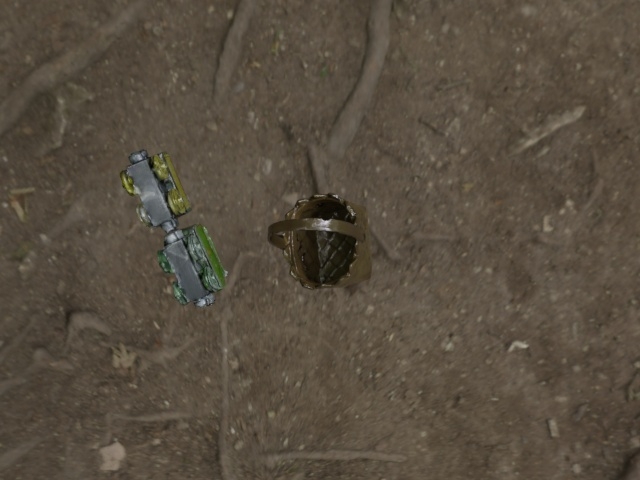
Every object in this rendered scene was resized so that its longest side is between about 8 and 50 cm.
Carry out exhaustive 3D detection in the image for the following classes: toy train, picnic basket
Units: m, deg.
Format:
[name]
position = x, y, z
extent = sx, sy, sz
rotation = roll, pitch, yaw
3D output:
[toy train]
position = -0.175, -0.015, 0.779
extent = 0.060, 0.081, 0.202
rotation = -21, 101, 5
[picnic basket]
position = 0.000, 0.000, 0.916
extent = 0.128, 0.178, 0.137
rotation = -9, 77, 20
